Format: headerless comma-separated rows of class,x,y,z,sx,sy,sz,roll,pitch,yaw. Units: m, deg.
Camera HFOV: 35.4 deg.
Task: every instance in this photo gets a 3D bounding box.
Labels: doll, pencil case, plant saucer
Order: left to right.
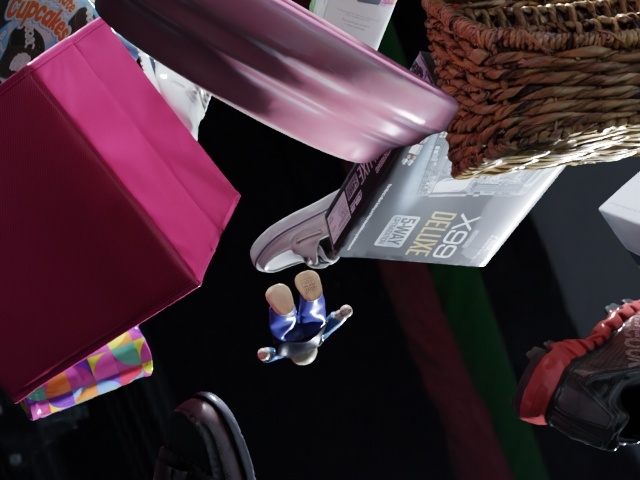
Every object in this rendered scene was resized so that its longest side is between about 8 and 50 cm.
pencil case,-0.400,0.221,1.704,0.236,0.104,0.105,-20,-86,-23
plant saucer,-0.049,-0.158,0.805,0.332,0.084,0.332,28,-168,-6
doll,-0.021,0.105,1.216,0.046,0.129,0.189,59,165,27

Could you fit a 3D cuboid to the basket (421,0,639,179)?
basket,0.275,-0.199,1.023,0.213,0.299,0.223,141,122,-80

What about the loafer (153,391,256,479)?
loafer,-0.120,0.295,0.961,0.095,0.109,0.303,-19,-62,-38

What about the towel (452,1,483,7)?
towel,0.266,-0.340,1.228,0.031,0.198,0.275,33,-113,-70

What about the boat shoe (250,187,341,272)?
boat shoe,0.000,0.000,1.609,0.096,0.267,0.088,24,-136,-54

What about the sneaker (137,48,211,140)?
sneaker,-0.181,-0.201,1.313,0.235,0.094,0.090,-111,13,-46

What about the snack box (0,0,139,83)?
snack box,-0.402,-0.299,1.493,0.060,0.187,0.322,30,-165,-50

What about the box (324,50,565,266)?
box,0.174,-0.091,1.292,0.242,0.307,0.077,5,-130,-25

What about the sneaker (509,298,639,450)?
sneaker,0.320,0.142,1.044,0.276,0.135,0.098,-18,-51,-45

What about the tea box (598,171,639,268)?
tea box,0.609,0.037,1.341,0.324,0.220,0.329,52,177,-18

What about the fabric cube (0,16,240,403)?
fabric cube,-0.275,-0.039,1.052,0.258,0.254,0.259,54,-164,-16

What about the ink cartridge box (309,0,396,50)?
ink cartridge box,0.086,-0.504,1.745,0.119,0.354,0.207,14,-144,-12
